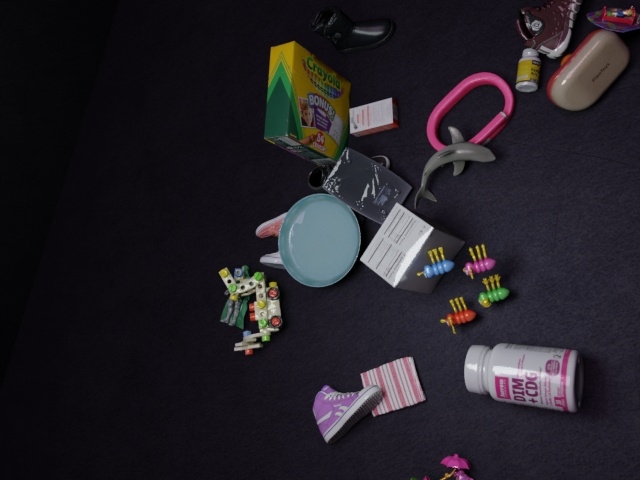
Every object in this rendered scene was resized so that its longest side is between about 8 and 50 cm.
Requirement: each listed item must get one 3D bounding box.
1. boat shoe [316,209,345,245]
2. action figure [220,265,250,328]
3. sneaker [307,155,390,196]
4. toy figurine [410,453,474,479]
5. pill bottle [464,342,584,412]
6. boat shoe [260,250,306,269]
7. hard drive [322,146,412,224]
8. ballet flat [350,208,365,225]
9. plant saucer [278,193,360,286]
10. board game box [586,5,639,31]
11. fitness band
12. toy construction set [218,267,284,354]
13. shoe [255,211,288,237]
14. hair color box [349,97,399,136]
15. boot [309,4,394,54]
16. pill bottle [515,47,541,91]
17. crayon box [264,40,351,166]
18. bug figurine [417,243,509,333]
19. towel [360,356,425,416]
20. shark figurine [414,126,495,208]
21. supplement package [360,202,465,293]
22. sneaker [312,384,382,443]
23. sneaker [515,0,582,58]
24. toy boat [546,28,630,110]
[{"bbox_3d":[0.042,-0.053,2.041,0.184,0.063,0.066,47,106,24],"label":"boat shoe"},{"bbox_3d":[-0.317,0.208,2.233,0.137,0.063,0.232,13,84,38],"label":"action figure"},{"bbox_3d":[0.087,-0.223,1.995,0.295,0.147,0.105,-21,68,27],"label":"sneaker"},{"bbox_3d":[0.373,0.695,1.664,0.173,0.130,0.159,44,96,9],"label":"toy figurine"},{"bbox_3d":[0.546,0.362,1.571,0.283,0.160,0.161,-1,81,34],"label":"pill bottle"},{"bbox_3d":[-0.111,0.061,2.121,0.226,0.083,0.076,4,73,22],"label":"boat shoe"},{"bbox_3d":[0.153,-0.177,1.927,0.254,0.054,0.172,31,100,-3],"label":"hard drive"},{"bbox_3d":[0.083,-0.100,2.031,0.173,0.049,0.058,26,95,34],"label":"ballet flat"},{"bbox_3d":[0.000,0.000,1.997,0.317,0.043,0.318,-2,85,29],"label":"plant saucer"},{"bbox_3d":[0.816,-0.617,1.588,0.133,0.168,0.033,52,152,39],"label":"board game box"},{"bbox_3d":[0.467,-0.391,1.832,0.291,0.054,0.209,-43,61,18],"label":"fitness band"},{"bbox_3d":[-0.245,0.251,2.113,0.214,0.151,0.328,-7,89,0],"label":"toy construction set"},{"bbox_3d":[-0.162,-0.034,2.171,0.178,0.063,0.081,-27,62,22],"label":"shoe"},{"bbox_3d":[0.185,-0.425,2.025,0.167,0.053,0.093,-7,78,31],"label":"hair color box"},{"bbox_3d":[0.109,-0.750,2.044,0.246,0.207,0.094,-8,76,31],"label":"boot"},{"bbox_3d":[0.623,-0.509,1.744,0.065,0.065,0.117,4,83,34],"label":"pill bottle"},{"bbox_3d":[-0.032,-0.446,1.984,0.106,0.363,0.313,-1,81,33],"label":"crayon box"},{"bbox_3d":[0.412,0.134,1.656,0.216,0.279,0.072,-23,28,14],"label":"bug figurine"},{"bbox_3d":[0.227,0.462,1.845,0.197,0.029,0.144,-28,67,29],"label":"towel"},{"bbox_3d":[0.369,-0.234,1.785,0.278,0.116,0.166,-37,82,31],"label":"shark figurine"},{"bbox_3d":[0.281,0.032,1.746,0.145,0.261,0.204,39,103,33],"label":"supplement package"},{"bbox_3d":[0.069,0.513,1.880,0.282,0.102,0.161,-48,54,26],"label":"sneaker"},{"bbox_3d":[0.658,-0.683,1.688,0.162,0.106,0.282,14,88,-5],"label":"sneaker"},{"bbox_3d":[0.732,-0.483,1.642,0.231,0.151,0.151,-50,29,15],"label":"toy boat"}]
